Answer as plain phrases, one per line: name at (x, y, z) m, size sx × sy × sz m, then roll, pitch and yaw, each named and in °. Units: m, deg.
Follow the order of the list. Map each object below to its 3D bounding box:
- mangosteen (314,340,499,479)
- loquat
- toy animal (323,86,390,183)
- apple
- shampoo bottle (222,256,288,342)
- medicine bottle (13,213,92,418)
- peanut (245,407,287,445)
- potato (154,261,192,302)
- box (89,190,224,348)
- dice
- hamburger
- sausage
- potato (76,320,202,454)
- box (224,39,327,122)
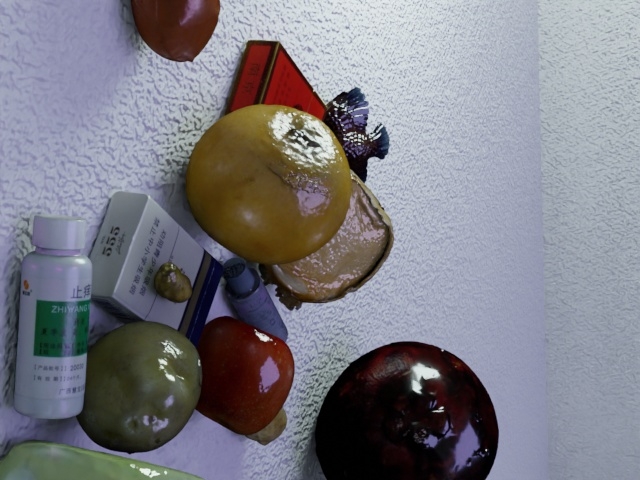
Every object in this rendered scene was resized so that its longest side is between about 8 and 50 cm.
mangosteen at (0.165, 0.418, 2.400) m, size 0.381 × 0.381 × 0.421 m, roll -56°, pitch 176°, yaw -44°
loquat at (-0.081, -0.089, 1.843) m, size 0.263 × 0.263 × 0.263 m, roll -26°, pitch 120°, yaw -61°
toy animal at (0.049, -0.181, 2.259) m, size 0.179 × 0.116 × 0.218 m, roll -37°, pitch 135°, yaw -58°
apple at (-0.135, 0.218, 1.905) m, size 0.168 × 0.181 × 0.181 m, roll -61°, pitch 149°, yaw -13°
shampoo bottle at (-0.117, 0.111, 2.042) m, size 0.072 × 0.072 × 0.214 m, roll -66°, pitch 150°, yaw -32°
medicine bottle at (-0.348, 0.098, 1.522) m, size 0.095 × 0.095 × 0.260 m, roll -9°, pitch 104°, yaw -64°
peanut at (-0.107, 0.271, 2.068) m, size 0.103 × 0.098 × 0.229 m, roll -29°, pitch 125°, yaw -47°
potato at (-0.215, 0.063, 1.685) m, size 0.092 × 0.047 × 0.045 m, roll 57°, pitch 11°, yaw -64°
box at (-0.246, 0.056, 1.750) m, size 0.259 × 0.071 × 0.168 m, roll 52°, pitch 50°, yaw -57°
dice at (-0.294, 0.404, 1.529) m, size 0.254 × 0.250 × 0.252 m, roll 40°, pitch 60°, yaw -60°
hamburger at (0.000, 0.000, 2.067) m, size 0.146 × 0.243 × 0.286 m, roll -133°, pitch -130°, yaw -68°
sausage at (-0.208, -0.384, 1.660) m, size 0.133 × 0.133 × 0.258 m, roll -24°, pitch 121°, yaw -61°
potato at (-0.253, 0.204, 1.622) m, size 0.160 × 0.235 × 0.178 m, roll 36°, pitch 98°, yaw -27°
box at (-0.073, -0.225, 2.043) m, size 0.240 × 0.074 × 0.153 m, roll 48°, pitch 49°, yaw -59°
